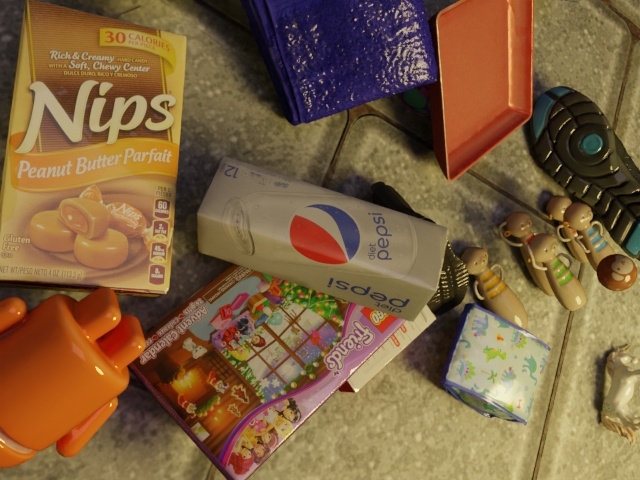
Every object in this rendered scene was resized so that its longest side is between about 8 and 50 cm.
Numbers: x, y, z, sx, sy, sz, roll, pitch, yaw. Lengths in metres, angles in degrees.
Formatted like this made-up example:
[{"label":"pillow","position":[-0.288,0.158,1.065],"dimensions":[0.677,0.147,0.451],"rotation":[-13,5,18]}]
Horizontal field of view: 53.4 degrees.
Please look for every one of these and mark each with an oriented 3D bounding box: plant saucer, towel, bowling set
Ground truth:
[{"label":"plant saucer","position":[0.243,-0.259,0.975],"dimensions":[0.259,0.047,0.258],"rotation":[-38,131,-33]},{"label":"towel","position":[0.009,-0.307,0.800],"dimensions":[0.227,0.076,0.308],"rotation":[-16,122,11]},{"label":"bowling set","position":[0.380,0.008,0.983],"dimensions":[0.287,0.200,0.154],"rotation":[-36,96,-31]}]

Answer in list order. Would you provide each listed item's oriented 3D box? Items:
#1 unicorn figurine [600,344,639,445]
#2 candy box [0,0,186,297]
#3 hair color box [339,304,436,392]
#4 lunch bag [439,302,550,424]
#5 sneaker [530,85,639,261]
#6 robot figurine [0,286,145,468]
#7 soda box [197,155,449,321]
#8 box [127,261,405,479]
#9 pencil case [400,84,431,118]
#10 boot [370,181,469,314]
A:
[{"label":"unicorn figurine","position":[0.512,0.246,1.061],"dimensions":[0.060,0.111,0.162],"rotation":[37,81,-26]},{"label":"candy box","position":[-0.264,-0.098,0.741],"dimensions":[0.183,0.087,0.316],"rotation":[7,79,-25]},{"label":"hair color box","position":[0.071,0.122,0.885],"dimensions":[0.167,0.053,0.093],"rotation":[-36,96,-25]},{"label":"lunch bag","position":[0.246,0.181,0.936],"dimensions":[0.151,0.096,0.129],"rotation":[34,68,-27]},{"label":"sneaker","position":[0.485,-0.115,1.112],"dimensions":[0.341,0.125,0.139],"rotation":[58,25,5]},{"label":"robot figurine","position":[-0.287,0.143,0.651],"dimensions":[0.219,0.158,0.128],"rotation":[-36,66,-9]},{"label":"soda box","position":[0.000,0.000,0.766],"dimensions":[0.286,0.098,0.091],"rotation":[18,59,0]},{"label":"box","position":[-0.060,0.120,0.779],"dimensions":[0.201,0.057,0.293],"rotation":[44,63,12]},{"label":"pencil case","position":[0.191,-0.261,1.004],"dimensions":[0.064,0.070,0.152],"rotation":[46,64,-12]},{"label":"boot","position":[0.144,0.008,0.935],"dimensions":[0.077,0.137,0.198],"rotation":[-29,134,-6]}]
